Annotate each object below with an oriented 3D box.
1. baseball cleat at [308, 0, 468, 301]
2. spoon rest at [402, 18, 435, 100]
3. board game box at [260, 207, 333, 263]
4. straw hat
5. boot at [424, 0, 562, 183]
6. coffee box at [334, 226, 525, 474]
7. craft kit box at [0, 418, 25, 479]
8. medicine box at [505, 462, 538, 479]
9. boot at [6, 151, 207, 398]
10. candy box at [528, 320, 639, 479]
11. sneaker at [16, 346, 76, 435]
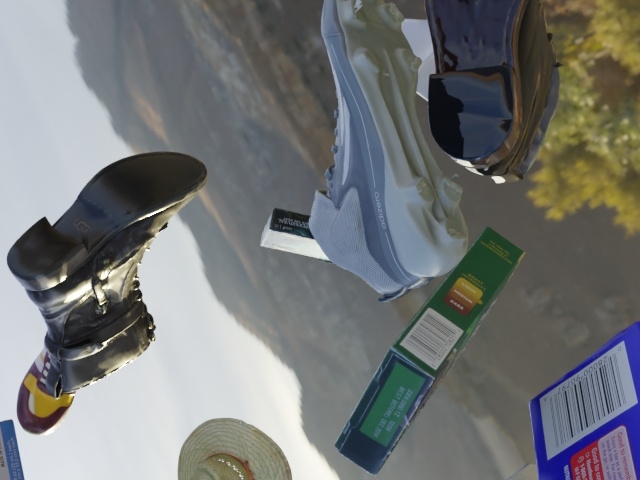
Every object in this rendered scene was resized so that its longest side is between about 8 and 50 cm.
[{"bbox_3d":[0.022,-0.062,0.733,0.072,0.109,0.206,8,-122,-42],"label":"baseball cleat"},{"bbox_3d":[0.128,-0.210,1.354,0.137,0.084,0.276,36,-170,-12],"label":"spoon rest"},{"bbox_3d":[0.000,0.000,1.299,0.186,0.126,0.026,132,150,-82],"label":"board game box"},{"bbox_3d":[-0.106,0.262,1.251,0.144,0.144,0.061,63,-163,12],"label":"straw hat"},{"bbox_3d":[0.124,-0.146,0.824,0.106,0.082,0.219,33,-116,-63],"label":"boot"},{"bbox_3d":[0.083,0.076,0.862,0.040,0.184,0.113,33,128,10],"label":"coffee box"},{"bbox_3d":[-0.423,0.333,1.232,0.061,0.247,0.250,-27,72,48],"label":"craft kit box"},{"bbox_3d":[0.245,0.414,1.148,0.263,0.289,0.149,26,-167,22],"label":"medicine box"},{"bbox_3d":[-0.224,0.040,1.320,0.091,0.263,0.229,42,156,36],"label":"boot"},{"bbox_3d":[0.300,0.248,0.791,0.317,0.122,0.268,35,-147,-23],"label":"candy box"},{"bbox_3d":[-0.310,0.142,1.408,0.084,0.069,0.185,117,174,-60],"label":"sneaker"}]
